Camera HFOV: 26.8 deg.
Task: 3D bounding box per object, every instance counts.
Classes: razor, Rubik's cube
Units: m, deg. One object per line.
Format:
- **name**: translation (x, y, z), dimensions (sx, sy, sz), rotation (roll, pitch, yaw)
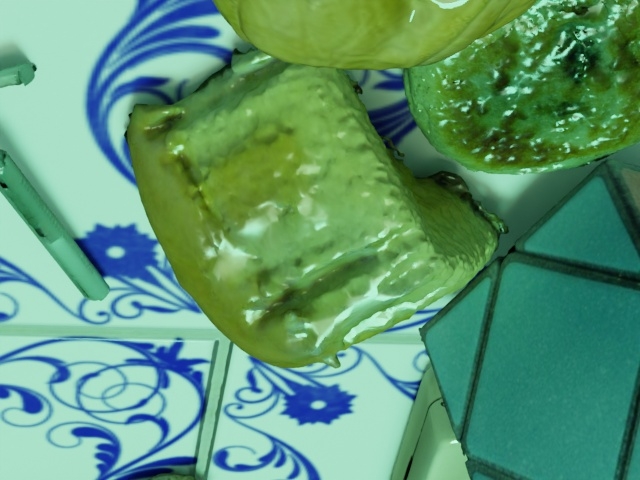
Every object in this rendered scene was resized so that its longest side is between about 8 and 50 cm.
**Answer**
- **razor**: translation (-0.177, -0.022, 0.823), dimensions (0.084, 0.036, 0.211), rotation (-12, 139, 10)
- **Rubik's cube**: translation (0.222, 0.098, 0.874), dimensions (0.207, 0.205, 0.205), rotation (9, 139, -35)

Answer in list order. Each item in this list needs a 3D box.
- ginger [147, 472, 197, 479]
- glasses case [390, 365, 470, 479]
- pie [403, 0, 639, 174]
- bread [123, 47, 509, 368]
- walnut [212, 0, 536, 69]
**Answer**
- **ginger**: translation (-0.172, 0.233, 1.118), dimensions (0.173, 0.051, 0.069), rotation (-13, 137, 4)
- **glasses case**: translation (0.132, 0.223, 1.129), dimensions (0.144, 0.076, 0.336), rotation (0, 140, -10)
- **pie**: translation (0.137, -0.103, 0.768), dimensions (0.187, 0.041, 0.187), rotation (-4, 139, -3)
- **bread**: translation (0.004, 0.009, 0.810), dimensions (0.174, 0.133, 0.251), rotation (-27, 135, 18)
- **walnut**: translation (0.033, -0.173, 0.568), dimensions (0.193, 0.193, 0.225), rotation (1, 149, -9)
